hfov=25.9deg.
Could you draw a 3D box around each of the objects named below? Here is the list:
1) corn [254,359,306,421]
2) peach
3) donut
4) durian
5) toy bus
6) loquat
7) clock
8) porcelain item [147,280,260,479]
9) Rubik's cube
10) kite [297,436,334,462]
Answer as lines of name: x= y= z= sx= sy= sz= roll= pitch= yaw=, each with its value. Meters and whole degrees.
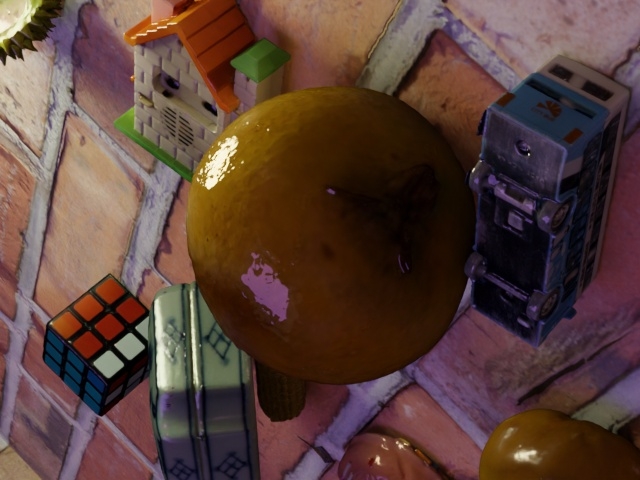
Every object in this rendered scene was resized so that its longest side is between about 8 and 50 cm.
corn: x=-0.063 y=0.200 z=2.123 sx=0.080 sy=0.080 sz=0.238 roll=32 pitch=149 yaw=27
peach: x=0.309 y=0.311 z=1.678 sx=0.251 sy=0.153 sz=0.251 roll=30 pitch=161 yaw=11
donut: x=0.128 y=0.390 z=2.090 sx=0.233 sy=0.085 sz=0.199 roll=50 pitch=151 yaw=-6
durian: x=-0.505 y=-0.359 z=1.975 sx=0.352 sy=0.158 sz=0.169 roll=36 pitch=138 yaw=29
toy bus: x=0.220 y=-0.033 z=1.378 sx=0.106 sy=0.131 sz=0.297 roll=33 pitch=149 yaw=26
loquat: x=0.000 y=0.000 z=1.519 sx=0.328 sy=0.328 sz=0.359 roll=54 pitch=145 yaw=-11
clock: x=-0.141 y=-0.196 z=1.722 sx=0.220 sy=0.106 sz=0.255 roll=36 pitch=145 yaw=19
porcelain item: x=-0.175 y=0.224 z=2.090 sx=0.281 sy=0.157 sz=0.285 roll=92 pitch=173 yaw=-53
Rubik's cube: x=-0.382 y=0.186 z=2.471 sx=0.160 sy=0.163 sz=0.162 roll=42 pitch=148 yaw=11
kite: x=-0.007 y=0.345 z=2.308 sx=0.078 sy=0.002 sz=0.044 roll=42 pitch=151 yaw=10
